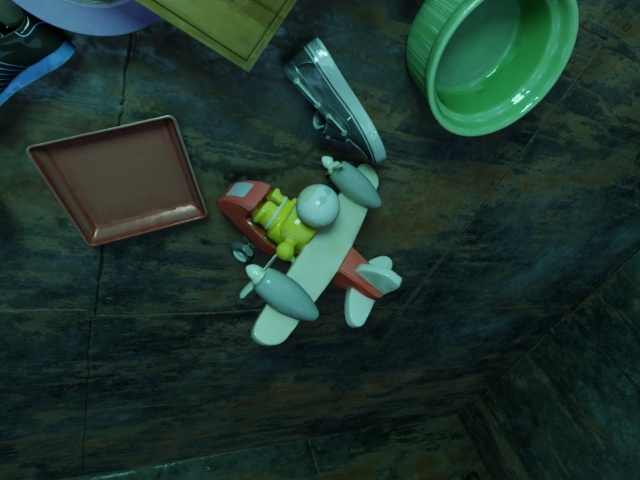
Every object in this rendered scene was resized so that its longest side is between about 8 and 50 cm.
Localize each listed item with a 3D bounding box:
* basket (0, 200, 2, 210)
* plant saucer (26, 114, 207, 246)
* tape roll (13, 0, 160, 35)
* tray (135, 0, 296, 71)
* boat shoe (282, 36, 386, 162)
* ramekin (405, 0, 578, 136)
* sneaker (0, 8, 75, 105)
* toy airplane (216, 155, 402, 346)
[{"bbox_3d":[-0.655,-0.121,0.704,0.204,0.154,0.227,-10,134,-15],"label":"basket"},{"bbox_3d":[-0.383,-0.120,0.904,0.258,0.048,0.259,-16,139,-9],"label":"plant saucer"},{"bbox_3d":[-0.310,-0.421,0.590,0.274,0.090,0.275,-14,138,-13],"label":"tape roll"},{"bbox_3d":[-0.200,-0.397,0.538,0.410,0.076,0.203,19,122,-43],"label":"tray"},{"bbox_3d":[0.033,-0.251,0.915,0.102,0.108,0.301,-34,135,11],"label":"boat shoe"},{"bbox_3d":[0.316,-0.373,0.886,0.302,0.148,0.304,-13,138,-12],"label":"ramekin"},{"bbox_3d":[-0.492,-0.265,0.682,0.232,0.081,0.090,-34,136,1],"label":"sneaker"},{"bbox_3d":[0.000,0.000,0.951,0.383,0.387,0.273,-9,149,-17],"label":"toy airplane"}]
